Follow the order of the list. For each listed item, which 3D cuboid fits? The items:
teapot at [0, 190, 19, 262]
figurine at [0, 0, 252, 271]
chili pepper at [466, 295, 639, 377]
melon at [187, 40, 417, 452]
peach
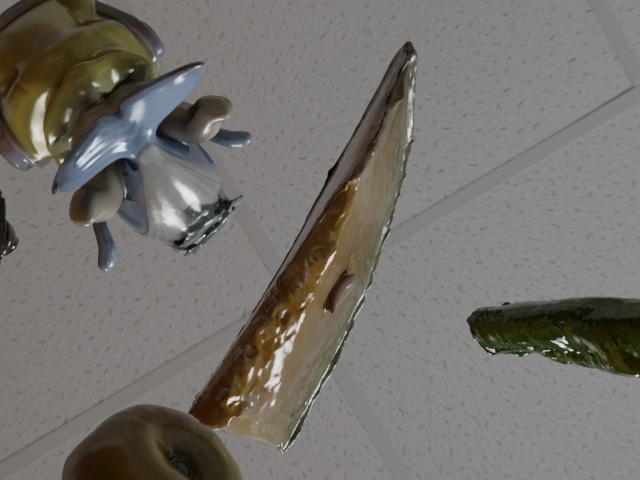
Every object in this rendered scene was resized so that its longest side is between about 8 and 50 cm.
[{"bbox_3d":[-0.452,-0.022,0.830,0.285,0.305,0.223,5,-72,-42],"label":"teapot"},{"bbox_3d":[-0.121,-0.068,0.493,0.128,0.208,0.184,-43,-79,-10],"label":"figurine"},{"bbox_3d":[0.224,0.075,0.552,0.085,0.359,0.076,19,-96,-22],"label":"chili pepper"},{"bbox_3d":[0.000,0.004,0.378,0.054,0.098,0.182,26,-104,12],"label":"melon"},{"bbox_3d":[-0.198,0.319,1.051,0.251,0.251,0.153,40,-70,-6],"label":"peach"}]
